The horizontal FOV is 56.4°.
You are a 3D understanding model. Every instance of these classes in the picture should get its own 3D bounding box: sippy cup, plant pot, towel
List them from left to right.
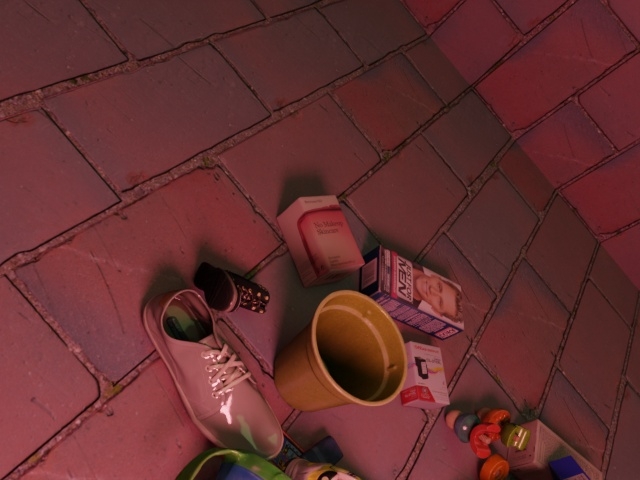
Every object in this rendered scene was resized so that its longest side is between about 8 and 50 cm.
[{"bbox_3d":[-0.157,0.567,1.151,0.305,0.240,0.224,34,52,14],"label":"sippy cup"},{"bbox_3d":[-0.002,0.514,1.403,0.119,0.029,0.067,-20,78,-46],"label":"towel"},{"bbox_3d":[0.024,0.295,1.446,0.276,0.254,0.276,20,52,-28],"label":"plant pot"}]

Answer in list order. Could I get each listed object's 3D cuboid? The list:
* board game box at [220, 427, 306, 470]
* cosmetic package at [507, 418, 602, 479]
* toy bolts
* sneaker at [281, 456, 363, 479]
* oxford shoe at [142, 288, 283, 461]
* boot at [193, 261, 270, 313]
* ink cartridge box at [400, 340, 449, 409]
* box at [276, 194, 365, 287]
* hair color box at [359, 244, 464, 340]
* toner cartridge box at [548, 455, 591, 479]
[{"bbox_3d":[-0.092,0.521,1.363,0.281,0.027,0.145,45,44,-7],"label":"board game box"},{"bbox_3d":[0.735,0.719,1.866,0.309,0.113,0.160,41,44,-12],"label":"cosmetic package"},{"bbox_3d":[0.462,0.583,1.749,0.228,0.158,0.218,28,87,-36],"label":"toy bolts"},{"bbox_3d":[0.075,0.602,1.321,0.385,0.147,0.145,37,56,-33],"label":"sneaker"},{"bbox_3d":[-0.231,0.291,1.310,0.169,0.130,0.449,-29,80,-47],"label":"oxford shoe"},{"bbox_3d":[-0.189,0.129,1.425,0.179,0.236,0.085,25,91,-31],"label":"boot"},{"bbox_3d":[0.295,0.394,1.740,0.127,0.072,0.175,17,54,-31],"label":"ink cartridge box"},{"bbox_3d":[0.000,0.000,1.715,0.149,0.127,0.232,-8,69,-43],"label":"box"},{"bbox_3d":[0.287,0.167,1.862,0.347,0.105,0.174,26,49,-26],"label":"hair color box"},{"bbox_3d":[0.755,0.814,1.701,0.165,0.075,0.347,-88,160,-80],"label":"toner cartridge box"}]
